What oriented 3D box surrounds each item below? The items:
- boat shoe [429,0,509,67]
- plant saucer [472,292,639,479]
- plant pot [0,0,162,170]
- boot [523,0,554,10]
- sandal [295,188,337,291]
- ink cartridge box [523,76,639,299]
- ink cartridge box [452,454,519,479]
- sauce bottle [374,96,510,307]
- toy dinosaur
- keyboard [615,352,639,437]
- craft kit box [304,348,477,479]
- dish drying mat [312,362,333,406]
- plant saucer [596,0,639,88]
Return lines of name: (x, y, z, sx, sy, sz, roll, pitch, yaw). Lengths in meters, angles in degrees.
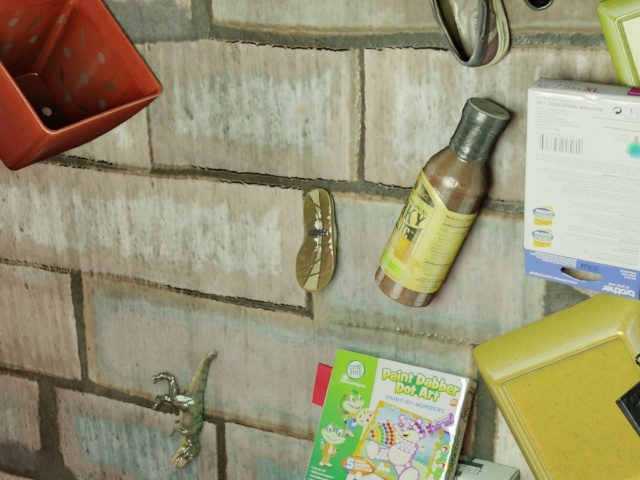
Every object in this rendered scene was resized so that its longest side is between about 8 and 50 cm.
boat shoe: (0.199, -0.390, 1.485, 0.103, 0.092, 0.285, -12, 99, 32)
plant saucer: (0.426, 0.270, 1.562, 0.333, 0.081, 0.332, -29, 87, 34)
plant pot: (-0.502, -0.279, 1.839, 0.267, 0.267, 0.236, 56, 135, 3)
boot: (0.266, -0.430, 1.393, 0.083, 0.161, 0.246, -39, 85, 32)
sandal: (0.000, 0.000, 1.753, 0.072, 0.049, 0.180, 4, 93, 23)
ink cartridge box: (0.393, -0.075, 1.470, 0.186, 0.065, 0.311, 12, 120, 27)
ink cartridge box: (0.229, 0.450, 1.735, 0.209, 0.087, 0.153, 9, 109, 28)
sauce bottle: (0.192, -0.059, 1.585, 0.111, 0.111, 0.344, 31, 117, 18)
toy dinosaur: (-0.276, 0.315, 2.002, 0.118, 0.064, 0.268, 19, 112, 16)
keyboard: (0.502, 0.195, 1.462, 0.108, 0.180, 0.023, 56, 164, -6)
craft kit box: (0.117, 0.328, 1.714, 0.250, 0.061, 0.246, 9, 76, 28)
dish drying mat: (0.004, 0.265, 1.853, 0.032, 0.008, 0.083, 19, 113, 23)
plant saucer: (0.488, -0.265, 1.387, 0.188, 0.045, 0.188, -15, 97, 32)
